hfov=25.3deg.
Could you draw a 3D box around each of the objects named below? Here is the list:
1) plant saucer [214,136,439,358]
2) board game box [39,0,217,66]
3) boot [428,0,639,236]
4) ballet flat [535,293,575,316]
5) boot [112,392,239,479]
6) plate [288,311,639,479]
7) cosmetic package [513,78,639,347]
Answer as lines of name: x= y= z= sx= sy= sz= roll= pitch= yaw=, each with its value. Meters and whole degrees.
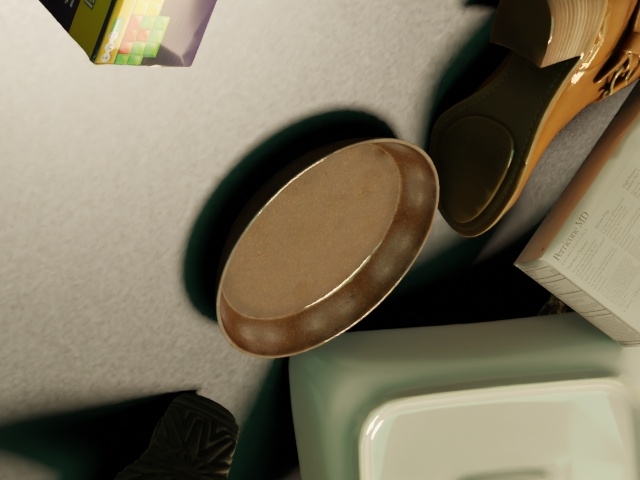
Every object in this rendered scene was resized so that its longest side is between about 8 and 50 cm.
plant saucer: x=0.000 y=0.000 z=0.884 sx=0.168 sy=0.029 sz=0.168 roll=-27 pitch=142 yaw=-23
board game box: x=-0.072 y=-0.172 z=0.526 sx=0.048 sy=0.141 sz=0.170 roll=-5 pitch=130 yaw=-43
boot: x=0.157 y=-0.094 z=0.912 sx=0.152 sy=0.073 sz=0.197 roll=-21 pitch=146 yaw=-40
ballet flat: x=0.207 y=0.106 z=1.073 sx=0.483 sy=0.182 sz=0.164 roll=-48 pitch=147 yaw=5
boot: x=-0.123 y=0.220 z=0.904 sx=0.208 sy=0.076 sz=0.189 roll=-60 pitch=178 yaw=26
plate: x=0.126 y=0.192 z=0.980 sx=0.278 sy=0.045 sz=0.277 roll=-5 pitch=98 yaw=-6
cosmetic package: x=0.238 y=-0.053 z=0.953 sx=0.239 sy=0.099 sz=0.060 roll=-54 pitch=-172 yaw=-11
